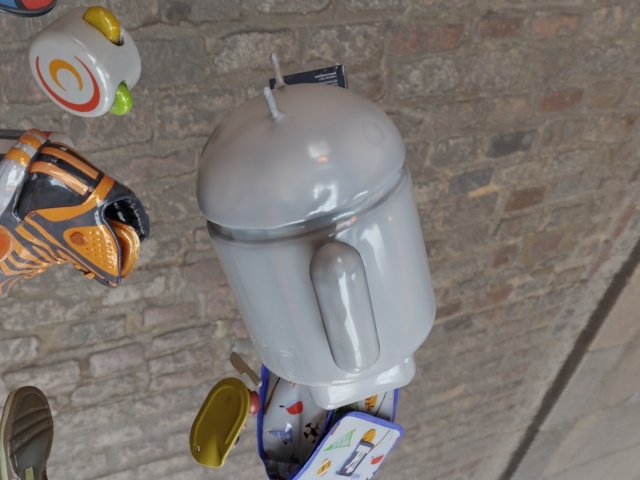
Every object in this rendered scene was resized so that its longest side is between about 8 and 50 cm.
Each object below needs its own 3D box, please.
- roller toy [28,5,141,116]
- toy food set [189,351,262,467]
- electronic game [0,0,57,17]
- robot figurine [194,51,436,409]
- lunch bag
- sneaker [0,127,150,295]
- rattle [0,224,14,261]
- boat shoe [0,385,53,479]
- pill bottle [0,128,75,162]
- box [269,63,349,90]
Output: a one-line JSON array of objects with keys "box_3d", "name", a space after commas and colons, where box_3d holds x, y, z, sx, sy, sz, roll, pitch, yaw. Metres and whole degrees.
[{"box_3d": [-0.470, -0.364, 1.290, 0.191, 0.146, 0.209, 7, 135, 22], "name": "roller toy"}, {"box_3d": [-0.175, 0.353, 1.291, 0.071, 0.128, 0.217, 33, 84, -45], "name": "toy food set"}, {"box_3d": [-0.585, -0.492, 1.145, 0.229, 0.229, 0.048, 17, 137, -39], "name": "electronic game"}, {"box_3d": [0.000, 0.000, 0.633, 0.200, 0.300, 0.353, -19, 118, -5], "name": "robot figurine"}, {"box_3d": [0.030, 0.348, 1.398, 0.239, 0.385, 0.328, -1, 159, 32], "name": "lunch bag"}, {"box_3d": [-0.330, 0.015, 0.797, 0.180, 0.124, 0.321, 31, 139, -17], "name": "sneaker"}, {"box_3d": [-0.333, -0.009, 0.455, 0.143, 0.200, 0.130, -20, 131, -44], "name": "rattle"}, {"box_3d": [-0.397, 0.284, 0.833, 0.072, 0.189, 0.068, -4, 175, 37], "name": "boat shoe"}, {"box_3d": [-0.450, -0.104, 0.901, 0.180, 0.108, 0.107, 4, 132, -1], "name": "pill bottle"}, {"box_3d": [0.004, -0.216, 1.518, 0.183, 0.293, 0.296, -11, 174, 5], "name": "box"}]
